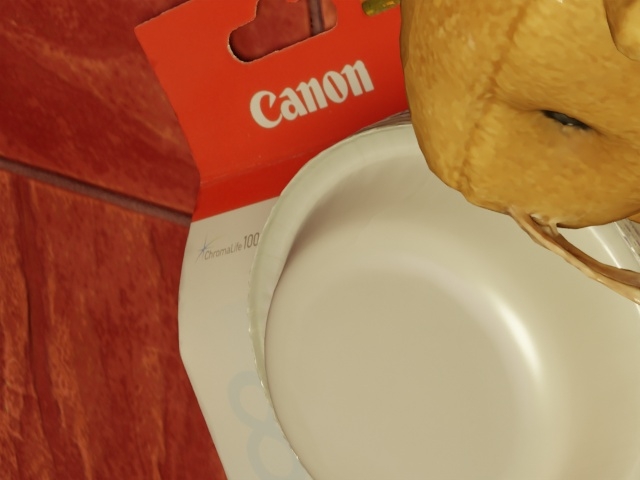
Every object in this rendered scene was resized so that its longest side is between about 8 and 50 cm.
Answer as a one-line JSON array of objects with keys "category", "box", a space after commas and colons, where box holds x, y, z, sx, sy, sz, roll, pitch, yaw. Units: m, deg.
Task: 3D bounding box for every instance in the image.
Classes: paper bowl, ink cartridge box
[{"category": "paper bowl", "box": [0.082, 0.064, 1.038, 0.284, 0.148, 0.284, 13, 114, 30]}, {"category": "ink cartridge box", "box": [0.000, 0.000, 1.243, 0.308, 0.091, 0.385, -15, 99, 48]}]

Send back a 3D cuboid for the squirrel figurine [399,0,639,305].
[{"category": "squirrel figurine", "box": [0.225, -0.124, 0.664, 0.397, 0.370, 0.281, -53, 38, 37]}]
